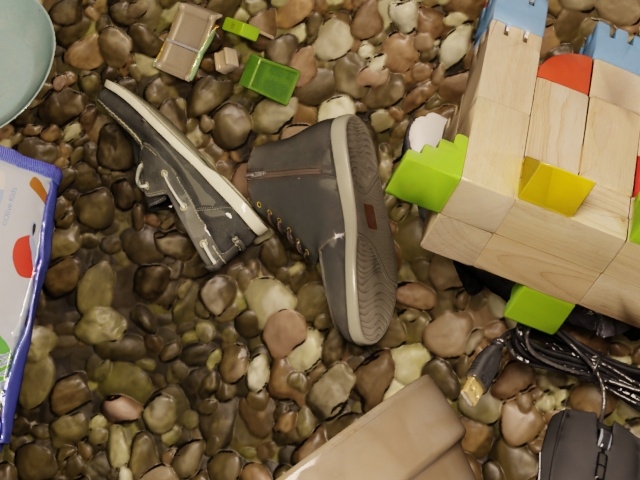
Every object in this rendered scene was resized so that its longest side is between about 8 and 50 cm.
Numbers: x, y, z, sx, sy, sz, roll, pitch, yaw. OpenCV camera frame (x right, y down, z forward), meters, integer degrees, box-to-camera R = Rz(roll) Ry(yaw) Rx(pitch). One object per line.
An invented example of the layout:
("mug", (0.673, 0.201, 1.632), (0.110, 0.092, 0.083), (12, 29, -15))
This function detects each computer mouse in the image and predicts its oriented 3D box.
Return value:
("computer mouse", (0.197, 0.173, 1.630), (0.184, 0.060, 0.262), (27, 53, 2))

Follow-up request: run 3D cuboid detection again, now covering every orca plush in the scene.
("orca plush", (0.171, 0.011, 1.779), (0.287, 0.102, 0.151), (36, 47, 15))

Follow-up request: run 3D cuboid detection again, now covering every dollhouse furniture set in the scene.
("dollhouse furniture set", (-0.091, -0.183, 1.942), (0.151, 0.058, 0.076), (25, 95, 44))

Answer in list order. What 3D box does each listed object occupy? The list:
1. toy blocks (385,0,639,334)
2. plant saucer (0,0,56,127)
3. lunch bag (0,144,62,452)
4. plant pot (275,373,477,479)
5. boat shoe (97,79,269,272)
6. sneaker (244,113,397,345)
("toy blocks", (0.253, -0.069, 1.669), (0.381, 0.191, 0.261), (21, 49, -7))
("plant saucer", (-0.359, -0.175, 2.021), (0.195, 0.037, 0.195), (-8, 59, 14))
("lunch bag", (-0.469, 0.043, 1.912), (0.385, 0.239, 0.328), (11, 79, -3))
("plant pot", (0.045, 0.315, 1.635), (0.323, 0.323, 0.280), (-38, 83, 9))
("boat shoe", (-0.151, -0.068, 1.904), (0.079, 0.084, 0.233), (-45, 69, 5))
("sneaker", (0.000, 0.000, 1.841), (0.118, 0.083, 0.222), (-15, 70, 29))
